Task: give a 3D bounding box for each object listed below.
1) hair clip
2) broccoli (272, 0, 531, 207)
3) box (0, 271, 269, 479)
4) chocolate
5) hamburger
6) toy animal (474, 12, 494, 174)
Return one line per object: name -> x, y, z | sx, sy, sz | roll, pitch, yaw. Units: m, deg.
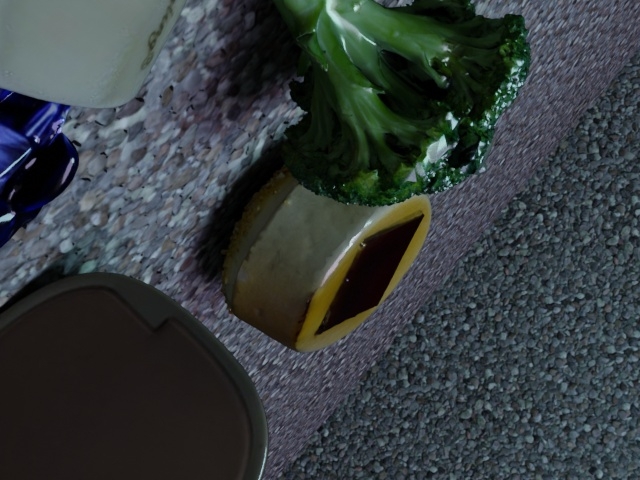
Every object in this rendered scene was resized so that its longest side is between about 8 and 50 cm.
hair clip -> -0.132, -0.166, 0.531 | 0.282, 0.113, 0.172 | -22, 148, -58
broccoli -> 0.040, -0.168, 0.823 | 0.254, 0.269, 0.269 | -51, 163, -9
box -> -0.200, 0.201, 0.863 | 0.301, 0.301, 0.216 | -45, 170, -14
chocolate -> -0.271, 0.020, 0.592 | 0.343, 0.126, 0.148 | -54, 154, -6
hamburger -> 0.000, 0.000, 1.109 | 0.302, 0.170, 0.302 | -40, 156, -22
toy animal -> 0.181, -0.208, 1.219 | 0.127, 0.125, 0.251 | -11, 128, -22
